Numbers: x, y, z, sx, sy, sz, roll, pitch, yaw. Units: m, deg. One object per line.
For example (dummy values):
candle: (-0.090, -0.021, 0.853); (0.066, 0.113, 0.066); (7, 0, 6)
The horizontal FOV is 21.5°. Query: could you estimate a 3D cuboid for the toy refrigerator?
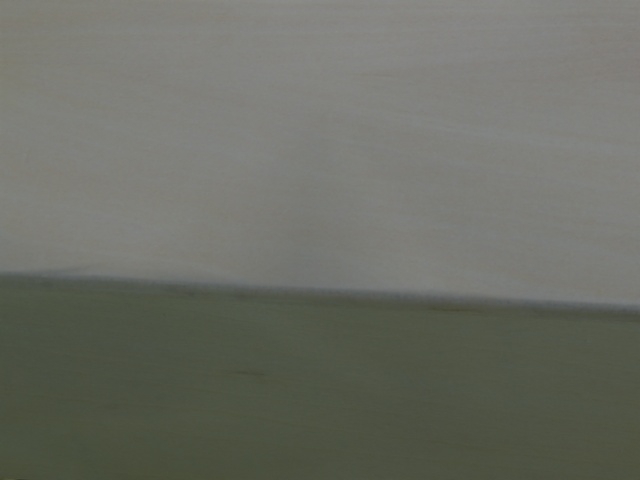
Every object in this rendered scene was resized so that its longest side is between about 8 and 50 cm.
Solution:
toy refrigerator: (0.000, 0.000, 0.396); (0.269, 0.094, 0.102); (2, 51, 13)
